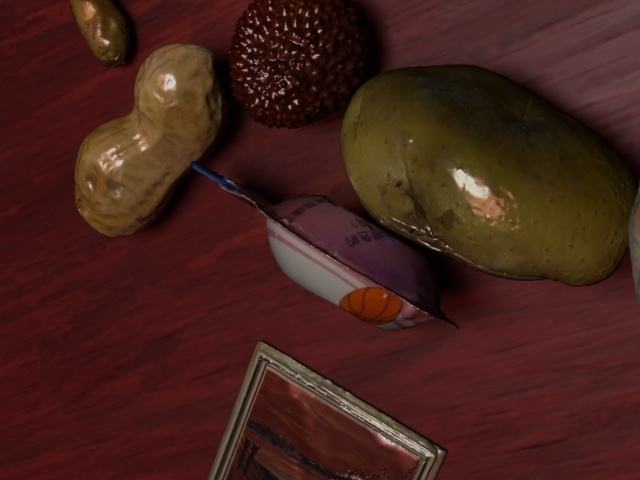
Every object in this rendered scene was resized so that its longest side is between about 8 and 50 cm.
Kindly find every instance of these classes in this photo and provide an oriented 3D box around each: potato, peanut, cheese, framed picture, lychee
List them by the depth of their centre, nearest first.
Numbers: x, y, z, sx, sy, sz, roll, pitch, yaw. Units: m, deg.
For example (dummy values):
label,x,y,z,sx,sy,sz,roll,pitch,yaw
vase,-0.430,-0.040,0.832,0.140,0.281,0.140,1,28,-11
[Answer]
label,x,y,z,sx,sy,sz,roll,pitch,yaw
potato,0.127,-0.049,0.831,0.248,0.169,0.143,28,141,18
cheese,0.000,0.000,0.905,0.286,0.189,0.074,32,92,36
lychee,-0.020,-0.153,0.914,0.123,0.123,0.129,2,64,27
peanut,-0.158,-0.093,1.004,0.098,0.103,0.229,42,118,1
framed picture,-0.021,0.262,1.041,0.216,0.016,0.273,28,110,21
potato,-0.213,-0.212,1.046,0.046,0.045,0.092,-27,81,-8

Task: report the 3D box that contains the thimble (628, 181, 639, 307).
label,x,y,z,sx,sy,sz,roll,pitch,yaw
thimble,0.346,-0.017,0.702,0.291,0.195,0.291,5,102,26
